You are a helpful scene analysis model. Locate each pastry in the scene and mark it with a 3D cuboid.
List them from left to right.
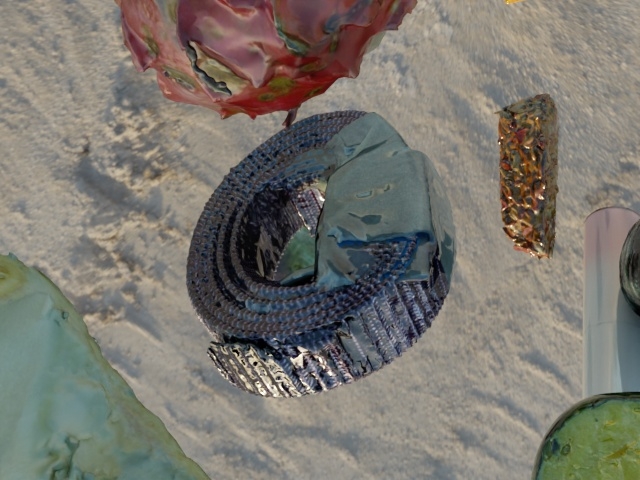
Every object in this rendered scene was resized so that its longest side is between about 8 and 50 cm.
[{"bbox_3d":[0.210,-0.064,0.801,0.063,0.087,0.169,3,100,27],"label":"pastry"}]

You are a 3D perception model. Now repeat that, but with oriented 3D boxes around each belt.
[{"bbox_3d":[0.000,0.000,0.784,0.260,0.325,0.122,-16,129,18],"label":"belt"}]

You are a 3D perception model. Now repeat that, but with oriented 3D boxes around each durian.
[{"bbox_3d":[-0.084,0.122,0.267,0.252,0.139,0.144,43,151,10],"label":"durian"}]

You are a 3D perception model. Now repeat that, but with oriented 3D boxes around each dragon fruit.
[{"bbox_3d":[-0.053,-0.186,0.567,0.210,0.205,0.268,52,149,-4],"label":"dragon fruit"}]

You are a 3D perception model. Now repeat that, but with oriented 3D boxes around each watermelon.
[{"bbox_3d":[0.310,0.260,0.788,0.204,0.127,0.232,-20,88,1],"label":"watermelon"}]

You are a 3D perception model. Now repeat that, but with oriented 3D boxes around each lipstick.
[{"bbox_3d":[0.414,0.103,1.100,0.087,0.327,0.087,9,144,7],"label":"lipstick"}]

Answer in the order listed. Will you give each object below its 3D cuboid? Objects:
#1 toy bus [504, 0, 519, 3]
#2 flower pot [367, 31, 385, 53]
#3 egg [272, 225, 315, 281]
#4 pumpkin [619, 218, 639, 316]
[{"bbox_3d":[0.292,-0.438,1.150,0.069,0.074,0.162,-11,98,7],"label":"toy bus"},{"bbox_3d":[0.022,-0.365,1.261,0.212,0.202,0.212,5,101,26],"label":"flower pot"},{"bbox_3d":[-0.021,0.038,1.435,0.289,0.238,0.238,34,119,40],"label":"egg"},{"bbox_3d":[0.492,0.043,0.971,0.233,0.233,0.163,20,77,3],"label":"pumpkin"}]
